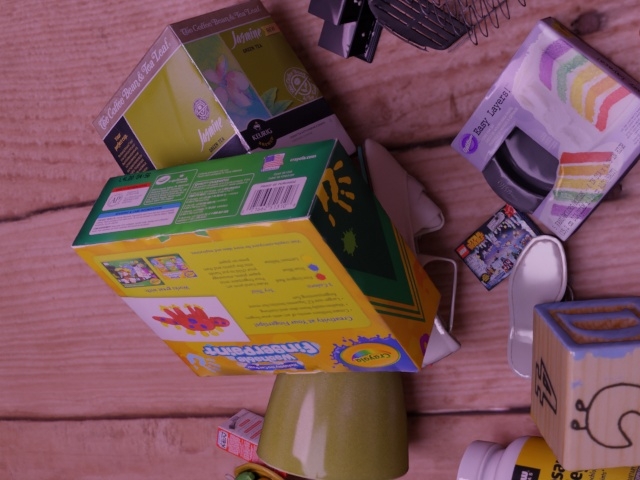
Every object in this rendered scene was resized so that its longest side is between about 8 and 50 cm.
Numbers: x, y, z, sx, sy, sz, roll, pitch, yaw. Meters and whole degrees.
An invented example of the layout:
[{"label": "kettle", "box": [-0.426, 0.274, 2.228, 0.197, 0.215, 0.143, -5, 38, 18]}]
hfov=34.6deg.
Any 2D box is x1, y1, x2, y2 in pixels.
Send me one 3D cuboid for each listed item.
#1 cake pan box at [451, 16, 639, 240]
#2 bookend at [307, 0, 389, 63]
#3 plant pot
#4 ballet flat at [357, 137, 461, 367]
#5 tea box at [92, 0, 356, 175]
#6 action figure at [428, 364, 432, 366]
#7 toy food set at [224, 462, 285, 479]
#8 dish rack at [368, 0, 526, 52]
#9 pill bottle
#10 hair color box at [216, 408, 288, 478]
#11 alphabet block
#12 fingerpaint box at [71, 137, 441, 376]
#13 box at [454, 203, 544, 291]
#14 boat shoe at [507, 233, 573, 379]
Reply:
[{"label": "cake pan box", "box": [0.364, -0.168, 1.584, 0.246, 0.070, 0.267, 44, 124, 14]}, {"label": "bookend", "box": [0.040, -0.363, 1.663, 0.072, 0.157, 0.156, 29, 118, 21]}, {"label": "plant pot", "box": [0.037, 0.248, 1.831, 0.275, 0.275, 0.293, 8, 94, 29]}, {"label": "ballet flat", "box": [0.161, 0.016, 1.740, 0.139, 0.139, 0.400, -9, 94, 33]}, {"label": "tea box", "box": [-0.174, -0.183, 1.778, 0.329, 0.220, 0.323, -35, 87, 48]}, {"label": "action figure", "box": [0.185, 0.170, 1.825, 0.030, 0.038, 0.115, -11, 99, 11]}, {"label": "toy food set", "box": [-0.131, 0.515, 2.051, 0.128, 0.071, 0.218, 38, 150, -5]}, {"label": "dish rack", "box": [0.215, -0.375, 1.533, 0.271, 0.208, 0.074, -36, 46, 35]}, {"label": "pill bottle", "box": [0.402, 0.424, 1.683, 0.334, 0.188, 0.187, 4, 108, 30]}, {"label": "hair color box", "box": [-0.114, 0.405, 2.052, 0.167, 0.093, 0.053, 21, 115, 25]}, {"label": "alphabet block", "box": [0.434, 0.212, 1.555, 0.192, 0.193, 0.197, -4, 107, -2]}, {"label": "fingerpaint box", "box": [-0.093, 0.046, 1.610, 0.445, 0.163, 0.371, -7, 137, 33]}, {"label": "box", "box": [0.300, 0.009, 1.705, 0.094, 0.027, 0.137, 51, 124, 9]}, {"label": "boat shoe", "box": [0.360, 0.102, 1.669, 0.095, 0.079, 0.254, 9, 113, 27]}]
